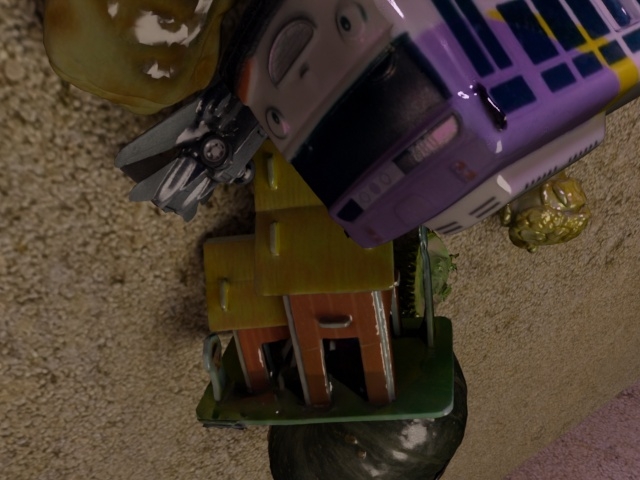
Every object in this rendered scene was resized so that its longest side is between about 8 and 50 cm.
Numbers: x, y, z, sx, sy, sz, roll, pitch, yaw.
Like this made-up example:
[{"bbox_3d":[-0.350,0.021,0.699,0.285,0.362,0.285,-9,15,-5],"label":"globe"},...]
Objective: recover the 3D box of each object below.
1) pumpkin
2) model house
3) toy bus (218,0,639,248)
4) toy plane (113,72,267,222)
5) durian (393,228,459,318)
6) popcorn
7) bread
[{"bbox_3d":[0.064,0.256,1.056,0.257,0.291,0.327,30,118,-30],"label":"pumpkin"},{"bbox_3d":[0.000,0.000,0.867,0.300,0.340,0.324,-4,116,12],"label":"model house"},{"bbox_3d":[0.159,-0.175,0.626,0.440,0.249,0.209,-28,174,-34],"label":"toy bus"},{"bbox_3d":[-0.072,-0.131,0.684,0.267,0.088,0.212,-47,167,3],"label":"toy plane"},{"bbox_3d":[0.150,0.043,1.046,0.086,0.100,0.215,-38,-173,36],"label":"durian"},{"bbox_3d":[0.356,-0.046,1.128,0.141,0.135,0.162,-23,133,-58],"label":"popcorn"},{"bbox_3d":[-0.115,-0.218,0.524,0.152,0.130,0.268,-3,131,-44],"label":"bread"}]
